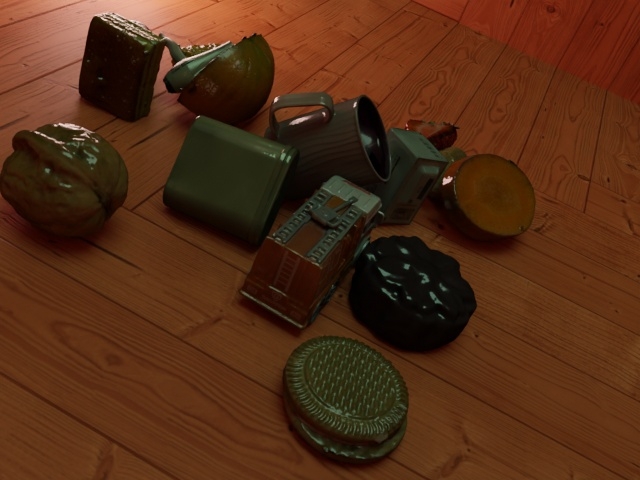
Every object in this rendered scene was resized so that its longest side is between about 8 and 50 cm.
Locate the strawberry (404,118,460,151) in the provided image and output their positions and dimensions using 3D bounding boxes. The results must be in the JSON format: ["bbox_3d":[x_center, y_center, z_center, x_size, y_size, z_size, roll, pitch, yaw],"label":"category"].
[{"bbox_3d":[0.339,-0.296,2.109,0.175,0.097,0.228,3,24,2],"label":"strawberry"}]

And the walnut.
[{"bbox_3d":[-0.524,-0.128,1.411,0.257,0.257,0.224,30,70,12],"label":"walnut"}]

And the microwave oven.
[{"bbox_3d":[0.212,-0.164,1.811,0.123,0.208,0.162,2,40,-38],"label":"microwave oven"}]

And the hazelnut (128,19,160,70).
[{"bbox_3d":[-0.530,-0.534,1.957,0.182,0.182,0.182,13,37,-11],"label":"hazelnut"}]

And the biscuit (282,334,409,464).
[{"bbox_3d":[0.047,0.288,1.283,0.259,0.079,0.259,14,36,-11],"label":"biscuit"}]

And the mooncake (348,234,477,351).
[{"bbox_3d":[0.209,0.106,1.542,0.283,0.141,0.283,15,38,-12],"label":"mooncake"}]

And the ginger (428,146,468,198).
[{"bbox_3d":[0.339,-0.197,1.979,0.267,0.138,0.152,-14,84,-51],"label":"ginger"}]

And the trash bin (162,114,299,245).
[{"bbox_3d":[-0.204,-0.138,1.587,0.248,0.243,0.121,21,-3,6],"label":"trash bin"}]

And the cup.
[{"bbox_3d":[0.007,-0.225,1.678,0.288,0.273,0.208,16,65,-64],"label":"cup"}]

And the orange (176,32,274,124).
[{"bbox_3d":[-0.253,-0.447,1.915,0.274,0.274,0.310,47,22,30],"label":"orange"}]

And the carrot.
[{"bbox_3d":[0.453,-0.119,1.892,0.307,0.100,0.258,-10,75,-40],"label":"carrot"}]

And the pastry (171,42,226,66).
[{"bbox_3d":[-0.333,-0.531,2.100,0.154,0.102,0.250,41,39,22],"label":"pastry"}]

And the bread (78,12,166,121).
[{"bbox_3d":[-0.520,-0.446,1.795,0.184,0.234,0.110,29,34,8],"label":"bread"}]

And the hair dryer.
[{"bbox_3d":[-0.347,-0.531,1.976,0.219,0.088,0.224,-14,61,2],"label":"hair dryer"}]

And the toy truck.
[{"bbox_3d":[0.000,0.000,1.512,0.173,0.206,0.387,29,37,10],"label":"toy truck"}]
